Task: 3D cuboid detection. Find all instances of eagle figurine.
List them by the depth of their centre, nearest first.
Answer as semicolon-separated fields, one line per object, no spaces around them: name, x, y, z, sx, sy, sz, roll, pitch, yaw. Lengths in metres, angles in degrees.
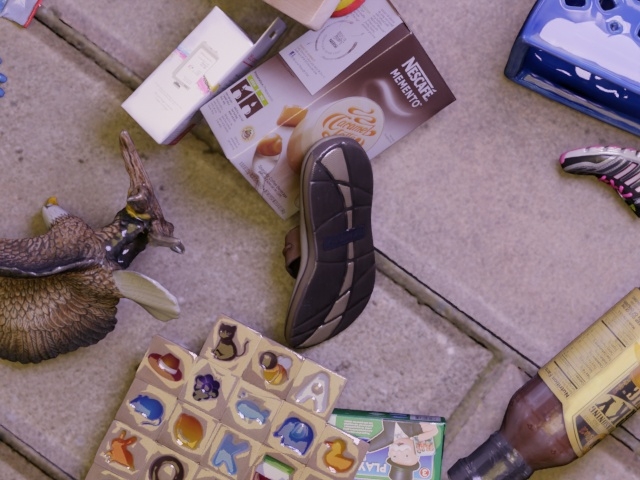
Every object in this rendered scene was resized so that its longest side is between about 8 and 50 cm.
eagle figurine;-0.314;0.027;1.782;0.298;0.225;0.226;-26;102;-6

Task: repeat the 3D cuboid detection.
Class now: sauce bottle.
sauce bottle;0.297;0.183;1.784;0.344;0.111;0.111;-42;90;7

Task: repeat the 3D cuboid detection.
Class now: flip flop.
flip flop;0.000;0.000;1.781;0.112;0.080;0.277;-16;124;-29

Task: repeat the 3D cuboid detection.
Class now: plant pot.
plant pot;0.353;-0.247;1.698;0.236;0.236;0.212;23;88;3

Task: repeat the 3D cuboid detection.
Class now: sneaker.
sneaker;0.359;-0.066;1.785;0.170;0.063;0.075;9;88;-1

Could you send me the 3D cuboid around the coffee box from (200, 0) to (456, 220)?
coffee box;0.010;-0.155;1.755;0.246;0.141;0.098;-35;51;6

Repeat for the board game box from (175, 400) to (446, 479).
board game box;-0.016;0.306;1.842;0.317;0.046;0.214;5;94;4

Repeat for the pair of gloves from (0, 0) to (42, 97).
pair of gloves;-0.430;-0.255;1.849;0.159;0.023;0.198;26;94;2

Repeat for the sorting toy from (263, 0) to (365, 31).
sorting toy;-0.007;-0.380;1.730;0.257;0.089;0.255;36;94;35

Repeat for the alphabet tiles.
alphabet tiles;-0.118;0.275;1.820;0.285;0.011;0.343;27;95;3

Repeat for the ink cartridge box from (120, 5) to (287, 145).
ink cartridge box;-0.131;-0.202;1.785;0.198;0.115;0.067;-45;89;4
